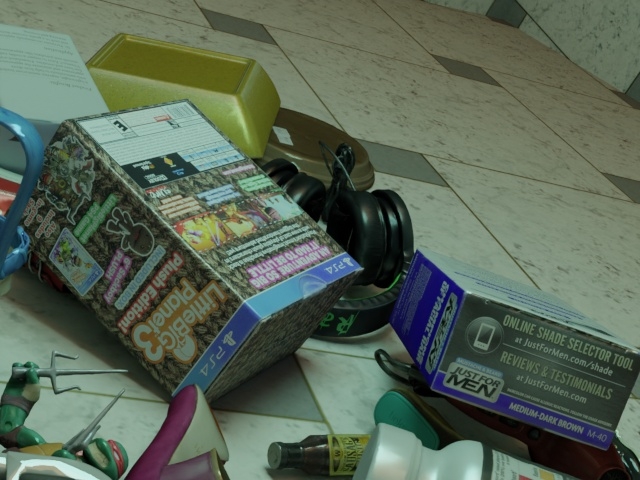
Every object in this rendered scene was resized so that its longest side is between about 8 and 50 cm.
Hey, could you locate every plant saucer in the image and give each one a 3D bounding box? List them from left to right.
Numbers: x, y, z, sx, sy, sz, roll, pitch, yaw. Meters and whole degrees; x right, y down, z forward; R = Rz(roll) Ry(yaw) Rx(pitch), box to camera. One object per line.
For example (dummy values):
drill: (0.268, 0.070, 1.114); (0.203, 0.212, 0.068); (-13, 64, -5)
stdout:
plant saucer: (-0.232, -0.243, 1.927); (0.333, 0.081, 0.333); (11, 21, -1)
plant saucer: (-0.035, -0.158, 2.019); (0.278, 0.041, 0.278); (18, 23, -8)

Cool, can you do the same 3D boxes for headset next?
headset: (0.000, 0.000, 1.605); (0.243, 0.185, 0.394); (16, 37, -1)

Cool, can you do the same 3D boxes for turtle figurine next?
turtle figurine: (-0.231, 0.176, 0.950); (0.234, 0.118, 0.175); (-15, 20, -30)

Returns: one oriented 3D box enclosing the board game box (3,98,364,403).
board game box: (-0.140, 0.004, 1.301); (0.291, 0.141, 0.232); (44, 27, 12)

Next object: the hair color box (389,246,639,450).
hair color box: (0.190, 0.102, 1.291); (0.185, 0.110, 0.339); (20, 4, -5)

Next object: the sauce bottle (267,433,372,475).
sauce bottle: (0.009, 0.209, 1.188); (0.128, 0.042, 0.042); (3, 27, -33)

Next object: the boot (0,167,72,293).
boot: (-0.349, -0.010, 1.331); (0.244, 0.088, 0.176); (10, 25, -34)

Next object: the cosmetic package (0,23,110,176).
cosmetic package: (-0.365, -0.146, 1.479); (0.151, 0.151, 0.183); (4, 44, -41)

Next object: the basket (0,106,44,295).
basket: (-0.381, -0.024, 1.048); (0.255, 0.289, 0.201); (29, 31, 10)

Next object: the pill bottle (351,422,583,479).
pill bottle: (0.157, 0.263, 1.031); (0.278, 0.162, 0.162); (21, 22, 0)

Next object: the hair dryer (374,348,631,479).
hair dryer: (0.204, 0.205, 1.293); (0.293, 0.080, 0.223); (23, 6, 41)

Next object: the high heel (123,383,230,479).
high heel: (-0.141, 0.199, 1.074); (0.117, 0.082, 0.244); (-23, 19, -3)

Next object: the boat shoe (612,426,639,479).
boat shoe: (0.333, 0.246, 1.391); (0.042, 0.049, 0.133); (-16, 40, -12)

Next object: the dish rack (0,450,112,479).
dish rack: (-0.277, 0.247, 0.735); (0.333, 0.072, 0.285); (12, 39, -21)

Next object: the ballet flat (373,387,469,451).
ballet flat: (0.134, 0.226, 1.219); (0.073, 0.080, 0.232); (29, 15, -38)
